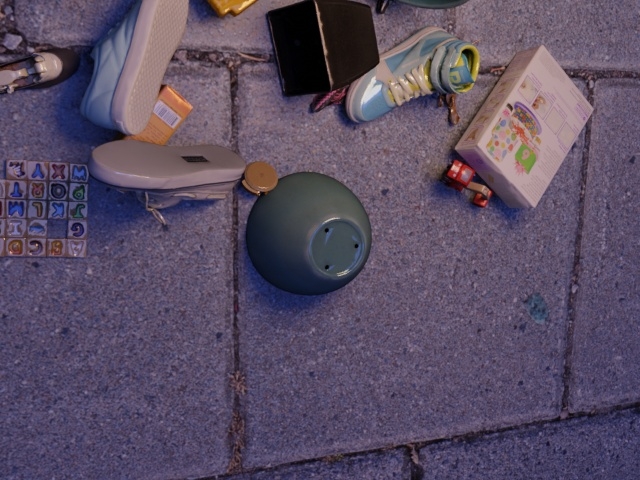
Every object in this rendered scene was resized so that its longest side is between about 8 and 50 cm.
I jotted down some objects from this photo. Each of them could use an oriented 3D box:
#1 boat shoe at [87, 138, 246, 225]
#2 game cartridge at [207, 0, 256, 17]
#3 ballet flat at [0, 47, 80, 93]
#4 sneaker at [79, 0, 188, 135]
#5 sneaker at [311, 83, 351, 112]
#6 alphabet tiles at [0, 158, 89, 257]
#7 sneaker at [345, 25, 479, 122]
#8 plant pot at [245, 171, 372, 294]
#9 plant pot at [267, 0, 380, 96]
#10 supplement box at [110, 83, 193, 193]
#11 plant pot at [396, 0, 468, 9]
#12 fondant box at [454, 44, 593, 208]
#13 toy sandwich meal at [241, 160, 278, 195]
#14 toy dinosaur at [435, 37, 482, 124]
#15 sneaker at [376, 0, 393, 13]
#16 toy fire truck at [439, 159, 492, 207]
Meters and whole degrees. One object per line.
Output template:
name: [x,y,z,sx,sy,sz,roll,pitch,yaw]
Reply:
boat shoe: [-0.317,-0.108,1.437,0.367,0.136,0.156,-12,137,-54]
game cartridge: [-0.182,-0.655,1.448,0.285,0.053,0.323,-40,102,-10]
ballet flat: [-0.562,-0.322,1.374,0.203,0.074,0.074,-19,107,-18]
sneaker: [-0.378,-0.391,1.407,0.150,0.135,0.365,13,74,13]
sneaker: [0.033,-0.327,1.634,0.119,0.047,0.057,-43,124,-8]
alphabet tiles: [-0.594,-0.064,1.446,0.237,0.009,0.198,1,100,-23]
sneaker: [0.219,-0.359,1.602,0.319,0.208,0.127,-41,130,-10]
plant pot: [0.000,0.000,1.599,0.290,0.195,0.290,-5,103,-22]
plant pot: [0.019,-0.424,1.539,0.167,0.188,0.187,-21,108,-29]
supplement box: [-0.368,-0.211,1.472,0.080,0.078,0.233,42,84,-27]
plant pot: [0.221,-0.708,1.430,0.341,0.341,0.334,28,80,-24]
fondant box: [0.512,-0.280,1.780,0.238,0.096,0.330,42,72,-24]
toy sandwich meal: [-0.136,-0.138,1.603,0.086,0.029,0.085,8,64,-17]
toy dinosaur: [0.317,-0.390,1.735,0.112,0.064,0.211,-8,114,-39]
sneaker: [0.167,-0.566,1.640,0.044,0.040,0.109,27,90,-26]
toy fire truck: [0.364,-0.137,1.753,0.135,0.192,0.047,28,89,4]
